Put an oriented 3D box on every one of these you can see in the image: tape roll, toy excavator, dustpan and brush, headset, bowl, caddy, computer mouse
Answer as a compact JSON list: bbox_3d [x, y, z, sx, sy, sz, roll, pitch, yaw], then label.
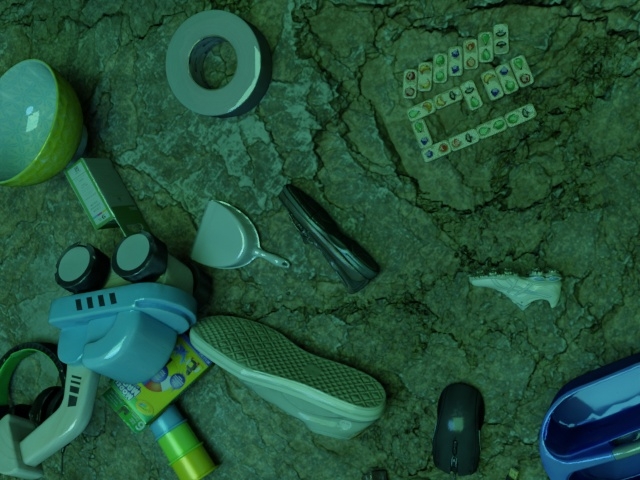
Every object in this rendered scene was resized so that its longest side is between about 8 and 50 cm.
[{"bbox_3d":[-0.215,-0.372,1.596,0.219,0.072,0.219,2,95,17],"label":"tape roll"},{"bbox_3d":[-0.464,0.244,1.547,0.433,0.222,0.444,-12,60,20],"label":"toy excavator"},{"bbox_3d":[-0.165,0.015,1.625,0.211,0.060,0.147,25,103,21],"label":"dustpan and brush"},{"bbox_3d":[-0.663,0.428,1.740,0.244,0.185,0.394,-27,74,18],"label":"headset"},{"bbox_3d":[-0.617,-0.238,1.673,0.290,0.156,0.289,-11,69,32],"label":"bowl"},{"bbox_3d":[0.564,0.342,1.348,0.341,0.179,0.241,-28,86,17],"label":"caddy"},{"bbox_3d":[0.306,0.426,1.498,0.184,0.060,0.261,12,98,17],"label":"computer mouse"}]

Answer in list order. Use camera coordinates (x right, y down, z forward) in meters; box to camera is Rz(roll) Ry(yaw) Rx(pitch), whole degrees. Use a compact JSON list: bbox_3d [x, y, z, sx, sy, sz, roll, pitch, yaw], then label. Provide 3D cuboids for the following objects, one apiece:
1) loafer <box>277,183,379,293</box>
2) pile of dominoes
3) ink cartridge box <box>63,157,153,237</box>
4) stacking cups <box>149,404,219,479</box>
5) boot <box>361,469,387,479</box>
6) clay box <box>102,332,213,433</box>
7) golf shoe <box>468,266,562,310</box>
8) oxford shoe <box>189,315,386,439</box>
[{"bbox_3d":[0.000,0.000,1.548,0.267,0.096,0.084,45,111,8],"label":"loafer"},{"bbox_3d":[0.281,-0.288,1.462,0.251,0.040,0.195,-23,87,17],"label":"pile of dominoes"},{"bbox_3d":[-0.473,-0.082,1.681,0.062,0.109,0.209,-33,85,18],"label":"ink cartridge box"},{"bbox_3d":[-0.352,0.403,1.699,0.096,0.096,0.316,-39,77,16],"label":"stacking cups"},{"bbox_3d":[0.100,0.542,1.583,0.107,0.037,0.114,-17,92,5],"label":"boot"},{"bbox_3d":[-0.359,0.303,1.650,0.127,0.053,0.222,44,73,10],"label":"clay box"},{"bbox_3d":[0.374,0.095,1.450,0.176,0.069,0.085,1,100,19],"label":"golf shoe"},{"bbox_3d":[-0.082,0.288,1.569,0.450,0.169,0.130,23,122,14],"label":"oxford shoe"}]
